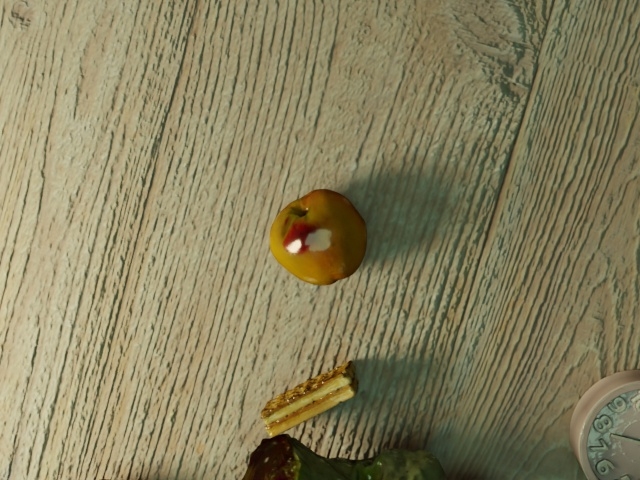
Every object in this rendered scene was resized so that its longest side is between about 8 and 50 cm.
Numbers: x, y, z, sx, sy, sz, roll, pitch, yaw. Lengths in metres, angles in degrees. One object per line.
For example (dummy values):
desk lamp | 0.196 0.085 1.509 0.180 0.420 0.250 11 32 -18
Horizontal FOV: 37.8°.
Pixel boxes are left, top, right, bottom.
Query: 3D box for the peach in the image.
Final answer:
peach | 0.000 0.000 1.343 0.138 0.138 0.138 0 96 3

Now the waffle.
waffle | -0.014 0.232 1.379 0.148 0.102 0.042 -28 90 6

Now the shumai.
shumai | -0.005 0.400 1.319 0.263 0.309 0.304 32 142 4

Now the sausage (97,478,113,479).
sausage | -0.368 0.471 1.401 0.280 0.152 0.152 -42 93 9

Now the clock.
clock | 0.473 0.294 1.378 0.197 0.068 0.196 0 96 3
